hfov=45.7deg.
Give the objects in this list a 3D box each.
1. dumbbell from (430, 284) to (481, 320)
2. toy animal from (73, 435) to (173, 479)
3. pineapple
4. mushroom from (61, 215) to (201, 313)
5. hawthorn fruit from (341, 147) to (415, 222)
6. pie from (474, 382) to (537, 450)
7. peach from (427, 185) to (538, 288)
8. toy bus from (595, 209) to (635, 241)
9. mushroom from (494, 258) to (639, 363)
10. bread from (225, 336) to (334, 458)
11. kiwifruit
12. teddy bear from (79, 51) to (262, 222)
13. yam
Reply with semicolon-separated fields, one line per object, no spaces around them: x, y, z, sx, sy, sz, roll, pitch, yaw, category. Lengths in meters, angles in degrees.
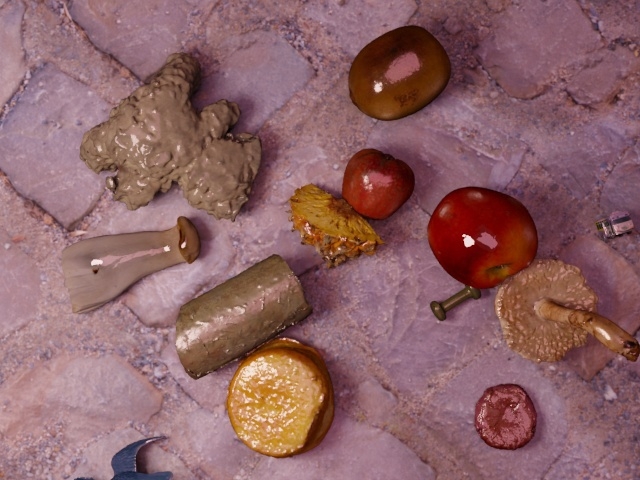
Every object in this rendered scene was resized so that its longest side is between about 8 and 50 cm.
0.309;0.137;1.736;0.118;0.046;0.052;-30;91;-3;dumbbell
-0.426;0.538;1.646;0.176;0.239;0.255;30;130;-24;toy animal
-0.004;-0.004;1.687;0.140;0.164;0.250;-18;54;-43;pineapple
-0.427;0.047;1.717;0.329;0.122;0.159;-17;122;-1;mushroom
0.115;-0.101;1.717;0.163;0.162;0.203;25;104;2;hawthorn fruit
0.420;0.400;1.718;0.154;0.038;0.153;0;83;0;pie
0.356;-0.018;1.670;0.244;0.199;0.243;-2;58;4;peach
0.669;-0.035;1.725;0.052;0.102;0.058;-15;83;-2;toy bus
0.538;0.139;1.629;0.233;0.302;0.208;53;54;-9;mushroom
-0.092;0.348;1.668;0.269;0.146;0.268;0;84;3;bread
0.171;-0.371;1.707;0.234;0.196;0.196;-33;86;-2;kiwifruit
-0.310;-0.193;1.707;0.357;0.224;0.367;-45;102;-5;teddy bear
-0.179;0.165;1.671;0.304;0.168;0.168;-29;86;-3;yam
